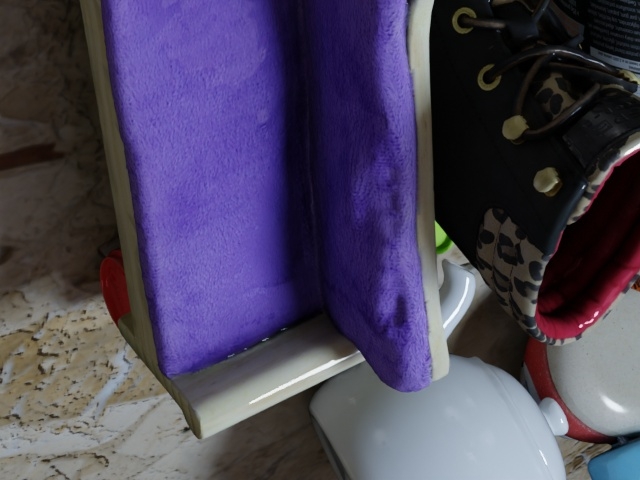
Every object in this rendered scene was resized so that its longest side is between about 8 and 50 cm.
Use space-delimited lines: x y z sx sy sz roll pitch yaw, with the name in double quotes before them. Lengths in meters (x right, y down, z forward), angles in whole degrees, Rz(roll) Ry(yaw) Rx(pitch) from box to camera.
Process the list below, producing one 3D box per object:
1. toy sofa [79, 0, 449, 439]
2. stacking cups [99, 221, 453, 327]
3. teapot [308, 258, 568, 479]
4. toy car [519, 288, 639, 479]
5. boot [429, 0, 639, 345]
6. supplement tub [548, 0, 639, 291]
"toy sofa" -0.038 -0.053 1.106 0.150 0.177 0.363 -24 134 -22
"stacking cups" 0.000 0.000 1.350 0.316 0.096 0.096 -22 144 -27
"teapot" 0.120 0.191 1.565 0.187 0.252 0.256 -26 151 -6
"toy car" 0.235 0.123 1.708 0.210 0.219 0.238 -16 170 -34
"boot" 0.099 -0.139 1.093 0.138 0.284 0.377 -21 146 -30
"supplement tub" 0.251 -0.141 1.257 0.207 0.207 0.338 -24 128 -24
